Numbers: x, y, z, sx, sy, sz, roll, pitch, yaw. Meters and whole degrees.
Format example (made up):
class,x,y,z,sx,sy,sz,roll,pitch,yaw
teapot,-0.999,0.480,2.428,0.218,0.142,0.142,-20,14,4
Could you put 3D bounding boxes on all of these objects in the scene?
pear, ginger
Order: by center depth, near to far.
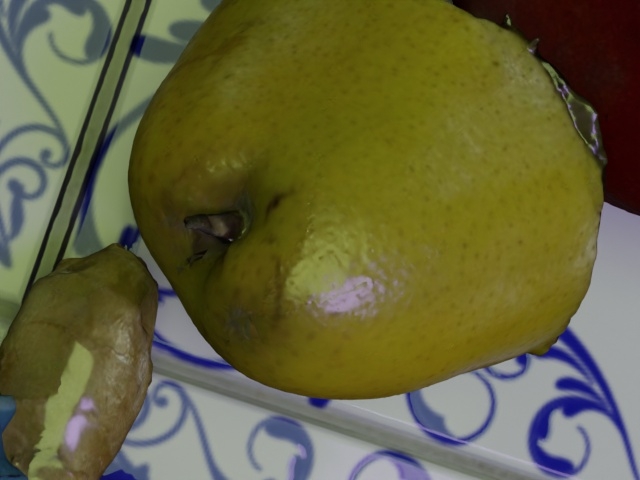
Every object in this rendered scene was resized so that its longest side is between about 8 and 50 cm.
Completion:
class,x,y,z,sx,sy,sz,roll,pitch,yaw
pear,-0.002,0.000,0.791,0.267,0.267,0.178,50,41,-5
ginger,-0.153,0.233,0.827,0.348,0.122,0.363,-33,102,-24

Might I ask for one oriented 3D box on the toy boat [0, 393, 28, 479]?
class,x,y,z,sx,sy,sz,roll,pitch,yaw
toy boat,-0.243,0.119,0.693,0.238,0.109,0.098,-22,51,-33

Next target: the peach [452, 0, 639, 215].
class,x,y,z,sx,sy,sz,roll,pitch,yaw
peach,0.194,-0.148,0.873,0.258,0.201,0.361,-34,114,-36
